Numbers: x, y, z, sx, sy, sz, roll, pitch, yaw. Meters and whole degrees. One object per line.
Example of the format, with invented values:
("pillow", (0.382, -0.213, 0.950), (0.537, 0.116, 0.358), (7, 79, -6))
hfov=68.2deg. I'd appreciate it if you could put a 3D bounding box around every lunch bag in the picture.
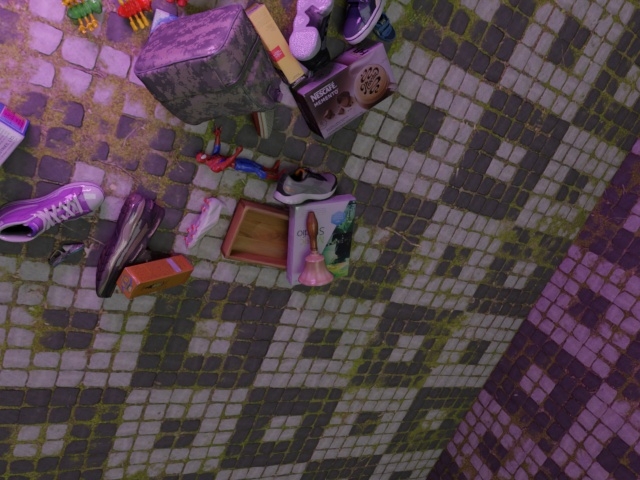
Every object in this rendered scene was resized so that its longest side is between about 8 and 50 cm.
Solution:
("lunch bag", (-0.279, -0.423, 1.220), (0.256, 0.306, 0.212), (55, 43, -48))

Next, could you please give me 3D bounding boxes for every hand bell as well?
("hand bell", (-0.021, 0.020, 1.603), (0.126, 0.126, 0.241), (-10, 110, -22))

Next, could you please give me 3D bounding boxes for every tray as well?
("tray", (-0.128, -0.002, 1.700), (0.411, 0.076, 0.202), (13, 111, -33))

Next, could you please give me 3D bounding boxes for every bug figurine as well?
("bug figurine", (-0.536, -0.635, 1.123), (0.217, 0.072, 0.278), (-24, 131, -5))

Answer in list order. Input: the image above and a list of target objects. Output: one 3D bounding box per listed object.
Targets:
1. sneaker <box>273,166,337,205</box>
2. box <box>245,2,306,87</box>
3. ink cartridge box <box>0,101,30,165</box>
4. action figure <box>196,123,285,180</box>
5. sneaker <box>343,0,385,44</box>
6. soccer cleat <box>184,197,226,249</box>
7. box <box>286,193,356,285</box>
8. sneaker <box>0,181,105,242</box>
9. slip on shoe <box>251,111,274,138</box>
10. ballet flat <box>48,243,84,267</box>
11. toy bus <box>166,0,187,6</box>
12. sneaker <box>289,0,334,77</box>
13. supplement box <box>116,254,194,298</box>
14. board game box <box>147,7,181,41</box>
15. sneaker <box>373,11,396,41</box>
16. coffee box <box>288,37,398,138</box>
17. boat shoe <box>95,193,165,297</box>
("sneaker", (-0.035, -0.193, 1.574), (0.272, 0.100, 0.107), (-20, 134, -45))
("box", (-0.132, -0.560, 1.363), (0.058, 0.087, 0.232), (-38, 129, -2))
("ink cartridge box", (-0.939, -0.282, 1.075), (0.270, 0.151, 0.395), (-48, 129, 4))
("action figure", (-0.243, -0.270, 1.475), (0.281, 0.091, 0.138), (1, 123, -29))
("sneaker", (0.131, -0.741, 1.369), (0.128, 0.126, 0.320), (24, 94, -40))
("soccer cleat", (-0.378, -0.048, 1.552), (0.076, 0.068, 0.196), (24, 102, -38))
("box", (0.000, 0.000, 1.684), (0.233, 0.058, 0.321), (-9, 123, -22))
("sneaker", (-0.735, -0.066, 1.300), (0.282, 0.161, 0.102), (-22, 124, -16))
("slip on shoe", (-0.210, -0.450, 1.387), (0.102, 0.123, 0.331), (-3, 133, 15))
("ballet flat", (-0.769, 0.037, 1.420), (0.114, 0.041, 0.041), (-37, 128, -4))
("toy bus", (-0.311, -0.691, 1.171), (0.221, 0.149, 0.211), (-1, 131, -29))
("sneaker", (-0.015, -0.614, 1.381), (0.153, 0.102, 0.268), (54, 50, -72))
("supplement box", (-0.515, 0.111, 1.488), (0.078, 0.080, 0.233), (-51, 166, 24))
("board game box", (-0.406, -0.558, 1.265), (0.090, 0.020, 0.089), (10, 112, -32))
("sneaker", (0.191, -0.674, 1.476), (0.144, 0.059, 0.053), (29, 100, -37))
("coffee box", (0.075, -0.479, 1.494), (0.297, 0.119, 0.168), (-34, 129, -6))
("boat shoe", (-0.583, 0.034, 1.454), (0.130, 0.132, 0.355), (20, 108, -34))
